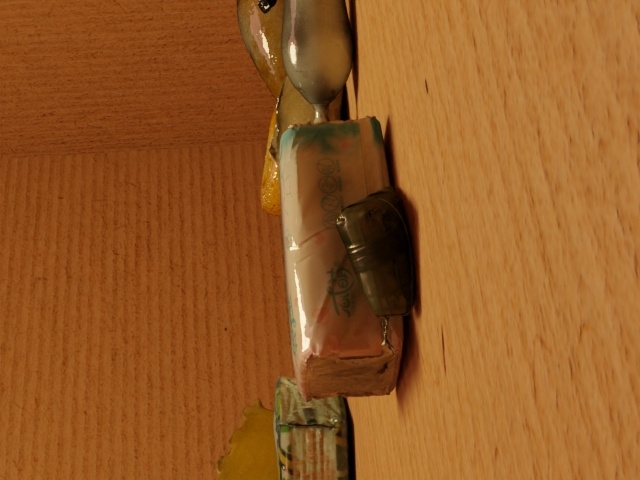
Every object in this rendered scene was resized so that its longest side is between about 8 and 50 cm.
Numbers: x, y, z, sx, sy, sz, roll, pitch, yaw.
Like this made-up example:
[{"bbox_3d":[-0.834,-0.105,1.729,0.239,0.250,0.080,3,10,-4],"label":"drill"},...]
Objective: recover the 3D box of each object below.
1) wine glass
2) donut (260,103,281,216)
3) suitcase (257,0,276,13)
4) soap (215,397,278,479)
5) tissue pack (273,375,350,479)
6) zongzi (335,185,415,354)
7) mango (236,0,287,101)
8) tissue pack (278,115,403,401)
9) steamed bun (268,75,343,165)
[{"bbox_3d":[-0.003,-0.239,1.528,0.103,0.103,0.222,-116,23,-79],"label":"wine glass"},{"bbox_3d":[-0.045,-0.159,2.175,0.253,0.118,0.254,-169,90,-85],"label":"donut"},{"bbox_3d":[-0.072,-0.456,1.535,0.194,0.143,0.235,-51,-25,-39],"label":"suitcase"},{"bbox_3d":[-0.091,0.533,2.279,0.293,0.156,0.335,-65,-31,-57],"label":"soap"},{"bbox_3d":[-0.013,0.415,2.007,0.228,0.127,0.311,-98,6,-76],"label":"tissue pack"},{"bbox_3d":[0.077,0.025,1.154,0.154,0.062,0.130,69,-158,-6],"label":"zongzi"},{"bbox_3d":[-0.057,-0.328,1.907,0.193,0.146,0.317,35,-135,-85],"label":"mango"},{"bbox_3d":[0.021,0.025,1.273,0.201,0.124,0.271,85,179,-68],"label":"tissue pack"},{"bbox_3d":[-0.022,-0.155,1.706,0.212,0.110,0.231,-91,2,-56],"label":"steamed bun"}]
